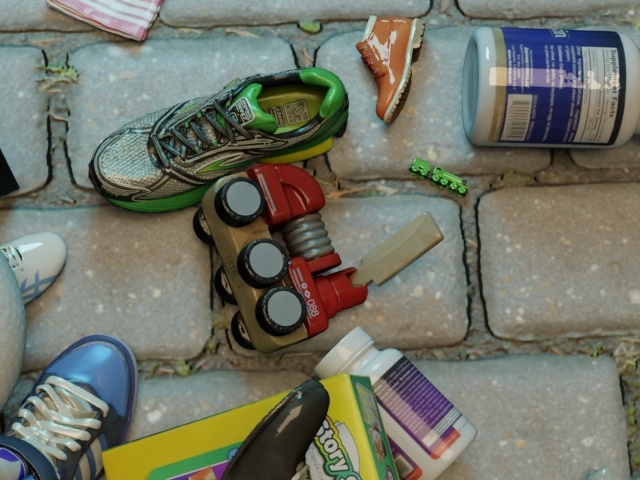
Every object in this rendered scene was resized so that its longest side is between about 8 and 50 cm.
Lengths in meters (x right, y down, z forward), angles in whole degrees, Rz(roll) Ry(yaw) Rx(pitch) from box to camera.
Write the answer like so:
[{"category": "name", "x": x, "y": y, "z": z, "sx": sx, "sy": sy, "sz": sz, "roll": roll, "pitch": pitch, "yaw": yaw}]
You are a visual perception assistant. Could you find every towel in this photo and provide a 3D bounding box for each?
[{"category": "towel", "x": -0.264, "y": -0.372, "z": 1.768, "sx": 0.144, "sy": 0.029, "sz": 0.197, "roll": 22, "pitch": 75, "yaw": 1}]

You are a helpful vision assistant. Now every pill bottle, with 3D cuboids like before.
[{"category": "pill bottle", "x": 0.086, "y": 0.199, "z": 1.601, "sx": 0.108, "sy": 0.108, "sz": 0.193, "roll": -43, "pitch": 82, "yaw": -13}, {"category": "pill bottle", "x": 0.321, "y": -0.192, "z": 1.696, "sx": 0.264, "sy": 0.153, "sz": 0.153, "roll": 2, "pitch": 75, "yaw": -4}]

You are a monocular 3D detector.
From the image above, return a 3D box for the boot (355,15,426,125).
[{"category": "boot", "x": 0.082, "y": -0.225, "z": 1.741, "sx": 0.084, "sy": 0.059, "sz": 0.158, "roll": 13, "pitch": 66, "yaw": 3}]

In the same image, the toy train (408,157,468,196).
[{"category": "toy train", "x": 0.155, "y": -0.082, "z": 1.726, "sx": 0.083, "sy": 0.017, "sz": 0.024, "roll": 25, "pitch": 65, "yaw": 3}]

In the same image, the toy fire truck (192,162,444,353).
[{"category": "toy fire truck", "x": 0.000, "y": 0.000, "z": 1.643, "sx": 0.246, "sy": 0.158, "sz": 0.217, "roll": -17, "pitch": 81, "yaw": -27}]

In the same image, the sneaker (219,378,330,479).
[{"category": "sneaker", "x": -0.048, "y": 0.307, "z": 1.397, "sx": 0.146, "sy": 0.122, "sz": 0.331, "roll": 30, "pitch": 100, "yaw": 18}]

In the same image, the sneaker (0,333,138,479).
[{"category": "sneaker", "x": -0.313, "y": 0.236, "z": 1.498, "sx": 0.130, "sy": 0.236, "sz": 0.323, "roll": 29, "pitch": 76, "yaw": 4}]

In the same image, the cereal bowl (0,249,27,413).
[{"category": "cereal bowl", "x": -0.490, "y": 0.117, "z": 1.463, "sx": 0.339, "sy": 0.141, "sz": 0.339, "roll": -4, "pitch": 104, "yaw": -17}]

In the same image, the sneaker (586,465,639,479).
[{"category": "sneaker", "x": 0.442, "y": 0.320, "z": 1.602, "sx": 0.262, "sy": 0.099, "sz": 0.121, "roll": 3, "pitch": 71, "yaw": -4}]

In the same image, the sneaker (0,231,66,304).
[{"category": "sneaker", "x": -0.412, "y": 0.046, "z": 1.606, "sx": 0.237, "sy": 0.086, "sz": 0.085, "roll": -24, "pitch": 71, "yaw": -27}]

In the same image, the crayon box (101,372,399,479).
[{"category": "crayon box", "x": -0.050, "y": 0.367, "z": 1.502, "sx": 0.313, "sy": 0.106, "sz": 0.363, "roll": -19, "pitch": 77, "yaw": 12}]

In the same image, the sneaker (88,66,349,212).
[{"category": "sneaker", "x": -0.128, "y": -0.143, "z": 1.657, "sx": 0.343, "sy": 0.146, "sz": 0.134, "roll": -22, "pitch": 78, "yaw": -8}]

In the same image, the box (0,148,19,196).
[{"category": "box", "x": -0.591, "y": -0.157, "z": 1.614, "sx": 0.312, "sy": 0.179, "sz": 0.343, "roll": -29, "pitch": 79, "yaw": -12}]
